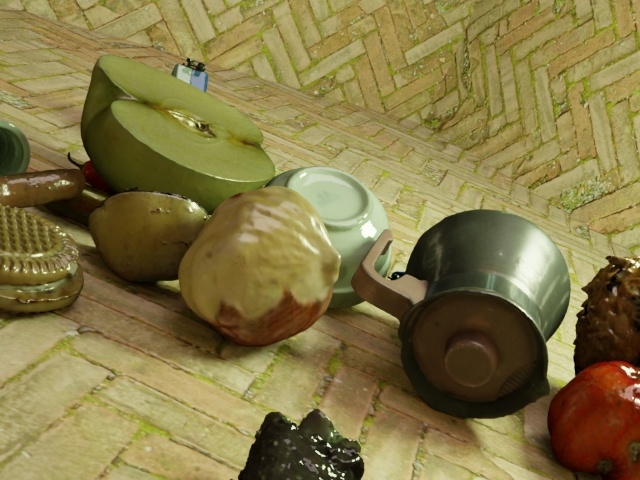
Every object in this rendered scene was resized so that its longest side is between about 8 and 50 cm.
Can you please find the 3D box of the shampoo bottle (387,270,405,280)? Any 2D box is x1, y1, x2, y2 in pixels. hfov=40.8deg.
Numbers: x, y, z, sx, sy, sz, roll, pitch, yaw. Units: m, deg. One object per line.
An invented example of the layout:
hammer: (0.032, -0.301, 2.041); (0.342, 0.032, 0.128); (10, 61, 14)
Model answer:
shampoo bottle: (0.216, 0.100, 1.864); (0.183, 0.050, 0.087); (7, 26, -41)

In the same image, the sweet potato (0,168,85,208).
sweet potato: (-0.551, -0.079, 1.357); (0.385, 0.109, 0.109); (3, 26, -49)

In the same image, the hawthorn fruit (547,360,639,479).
hawthorn fruit: (0.490, 0.272, 1.385); (0.207, 0.243, 0.207); (23, 16, -7)

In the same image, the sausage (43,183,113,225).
sausage: (-0.345, -0.034, 1.536); (0.372, 0.082, 0.082); (22, 18, 1)

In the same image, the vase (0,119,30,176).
vase: (-0.655, -0.201, 1.551); (0.143, 0.143, 0.299); (3, 23, -47)

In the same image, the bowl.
bowl: (0.002, -0.029, 1.652); (0.307, 0.163, 0.307); (10, 43, -9)

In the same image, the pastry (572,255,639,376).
pastry: (0.620, 0.187, 1.561); (0.337, 0.405, 0.292); (26, 35, 1)

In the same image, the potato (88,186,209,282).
potato: (-0.282, 0.013, 1.397); (0.202, 0.182, 0.117); (5, 60, -7)

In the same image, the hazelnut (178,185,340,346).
hazelnut: (-0.085, 0.042, 1.340); (0.241, 0.261, 0.261); (-4, 2, 32)

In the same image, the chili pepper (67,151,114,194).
chili pepper: (-0.422, -0.117, 1.715); (0.191, 0.050, 0.059); (30, -22, -14)

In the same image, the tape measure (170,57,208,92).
tape measure: (-0.343, -0.230, 2.023); (0.098, 0.215, 0.351); (16, 63, -18)

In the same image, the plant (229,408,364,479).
plant: (-0.030, 0.267, 0.942); (0.142, 0.131, 0.203); (25, 27, 10)

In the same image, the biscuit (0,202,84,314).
biscuit: (-0.462, 0.018, 1.228); (0.259, 0.079, 0.259); (20, 16, -6)

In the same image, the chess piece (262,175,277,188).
chess piece: (-0.241, -0.119, 1.854); (0.397, 0.117, 0.117); (12, 21, -27)

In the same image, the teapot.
teapot: (0.245, 0.109, 1.488); (0.376, 0.305, 0.362); (29, 24, 3)

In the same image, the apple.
apple: (-0.262, -0.196, 1.632); (0.360, 0.320, 0.312); (20, -18, -34)
